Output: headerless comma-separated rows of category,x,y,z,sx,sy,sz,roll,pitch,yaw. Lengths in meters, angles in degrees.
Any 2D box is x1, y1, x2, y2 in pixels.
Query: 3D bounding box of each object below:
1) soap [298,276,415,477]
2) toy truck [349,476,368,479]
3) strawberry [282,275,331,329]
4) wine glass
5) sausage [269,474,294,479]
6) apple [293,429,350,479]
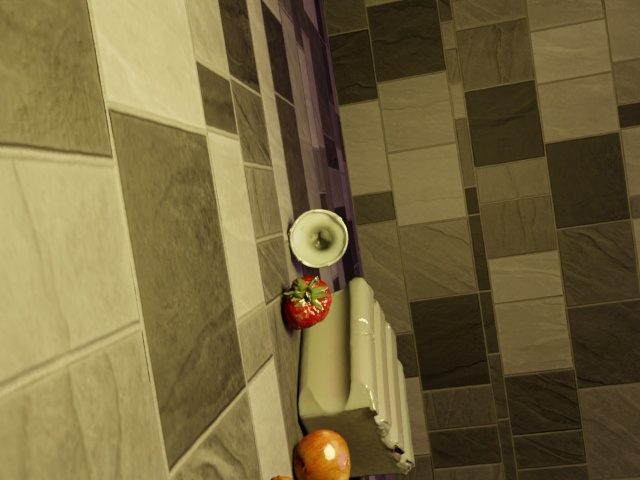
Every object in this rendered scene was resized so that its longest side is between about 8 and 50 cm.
soap,0.093,0.370,1.775,0.435,0.212,0.350,-88,155,-47
toy truck,0.107,0.743,2.059,0.092,0.083,0.192,-84,165,-56
strawberry,-0.031,0.163,1.597,0.131,0.131,0.148,-87,167,-53
wine glass,0.000,0.000,1.847,0.196,0.164,0.165,38,44,-84
sausage,-0.044,0.551,1.246,0.349,0.093,0.097,70,1,-47
apple,0.000,0.504,1.485,0.146,0.146,0.147,-8,90,-81
